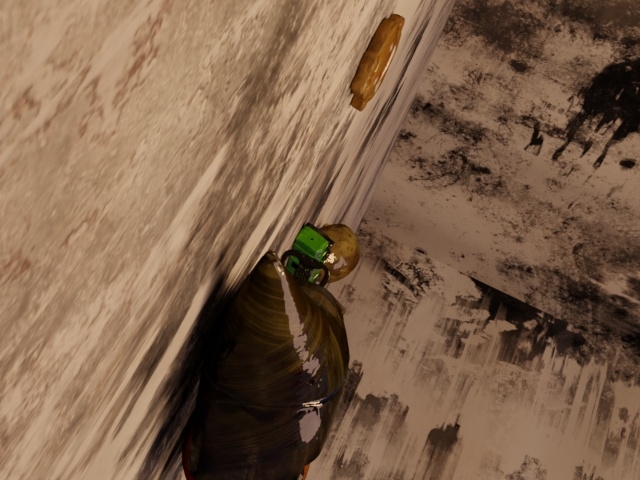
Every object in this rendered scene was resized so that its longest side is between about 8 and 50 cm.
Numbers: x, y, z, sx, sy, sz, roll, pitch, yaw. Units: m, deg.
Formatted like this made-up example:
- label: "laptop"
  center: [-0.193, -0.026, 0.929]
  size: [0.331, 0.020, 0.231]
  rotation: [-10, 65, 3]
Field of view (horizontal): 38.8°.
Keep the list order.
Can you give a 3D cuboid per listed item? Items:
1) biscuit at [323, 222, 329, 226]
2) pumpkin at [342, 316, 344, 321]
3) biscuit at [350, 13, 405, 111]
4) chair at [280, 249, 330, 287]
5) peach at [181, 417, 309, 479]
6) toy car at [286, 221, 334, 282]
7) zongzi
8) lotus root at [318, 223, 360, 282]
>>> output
- label: "biscuit"
  center: [0.000, 0.000, 2.345]
  size: [0.083, 0.018, 0.081]
  rotation: [103, 13, -75]
- label: "pumpkin"
  center: [-0.037, 0.231, 2.294]
  size: [0.220, 0.162, 0.220]
  rotation: [-53, 176, -6]
- label: "biscuit"
  center: [0.103, -0.316, 1.605]
  size: [0.184, 0.035, 0.249]
  rotation: [-65, 175, 7]
- label: "chair"
  center: [-0.060, 0.131, 1.760]
  size: [0.229, 0.106, 0.113]
  rotation: [-64, 175, 5]
- label: "peach"
  center: [-0.124, 0.364, 1.557]
  size: [0.200, 0.243, 0.243]
  rotation: [5, -119, 48]
- label: "toy car"
  center: [-0.028, 0.037, 1.870]
  size: [0.062, 0.071, 0.165]
  rotation: [-42, 163, -36]
- label: "zongzi"
  center: [-0.045, 0.094, 1.318]
  size: [0.403, 0.208, 0.432]
  rotation: [-68, 169, -55]
- label: "lotus root"
  center: [0.019, 0.037, 2.142]
  size: [0.214, 0.138, 0.138]
  rotation: [-35, 152, -59]
